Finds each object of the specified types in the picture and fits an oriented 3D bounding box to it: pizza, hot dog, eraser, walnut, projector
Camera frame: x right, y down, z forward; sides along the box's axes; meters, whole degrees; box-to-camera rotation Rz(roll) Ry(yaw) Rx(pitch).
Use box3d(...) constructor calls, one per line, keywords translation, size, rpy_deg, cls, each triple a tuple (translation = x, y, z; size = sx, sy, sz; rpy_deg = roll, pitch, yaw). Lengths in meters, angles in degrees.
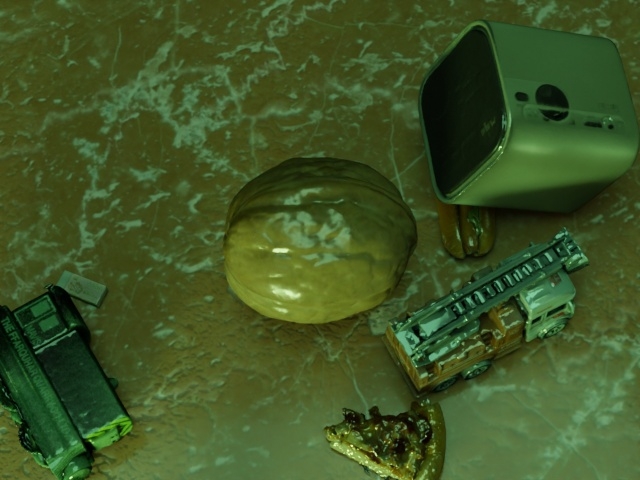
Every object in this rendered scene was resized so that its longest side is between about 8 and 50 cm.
box3d(translation=(0.099, 0.306, 1.859), size=(0.193, 0.069, 0.154), rpy_deg=(6, 68, 5), cls="pizza")
box3d(translation=(0.243, -0.088, 2.025), size=(0.100, 0.068, 0.250), rpy_deg=(-4, 66, 1), cls="hot dog")
box3d(translation=(-0.405, 0.082, 2.023), size=(0.083, 0.019, 0.038), rpy_deg=(20, 70, 13), cls="eraser")
box3d(translation=(0.000, -0.002, 1.900), size=(0.313, 0.277, 0.252), rpy_deg=(-3, 103, -4), cls="walnut")
box3d(translation=(0.328, -0.195, 1.924), size=(0.249, 0.248, 0.249), rpy_deg=(4, 64, -24), cls="projector")

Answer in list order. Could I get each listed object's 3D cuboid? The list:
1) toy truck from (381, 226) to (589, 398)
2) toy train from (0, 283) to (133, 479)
box3d(translation=(0.271, 0.105, 1.874), size=(0.338, 0.184, 0.133), rpy_deg=(-26, 68, -7), cls="toy truck")
box3d(translation=(-0.425, 0.223, 1.902), size=(0.178, 0.138, 0.330), rpy_deg=(-30, 68, -14), cls="toy train")
